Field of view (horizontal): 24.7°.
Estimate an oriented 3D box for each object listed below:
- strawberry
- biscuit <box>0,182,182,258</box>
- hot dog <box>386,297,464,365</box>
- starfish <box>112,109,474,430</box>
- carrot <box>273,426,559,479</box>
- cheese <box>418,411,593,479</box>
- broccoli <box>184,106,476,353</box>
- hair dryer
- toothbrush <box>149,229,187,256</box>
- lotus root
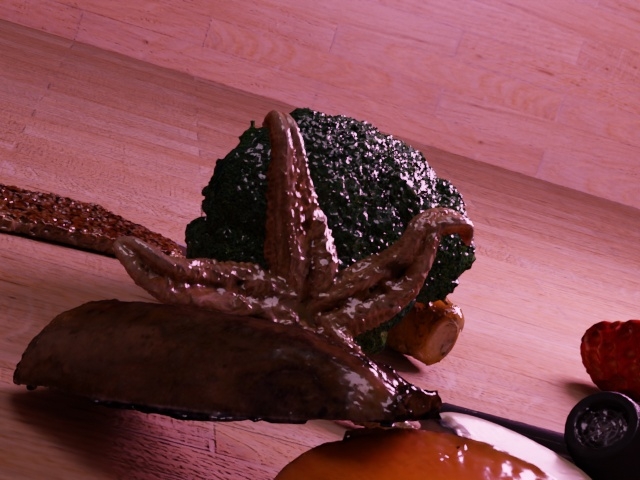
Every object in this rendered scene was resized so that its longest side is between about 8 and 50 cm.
[{"bbox_3d":[0.390,0.156,1.567,0.236,0.111,0.190,0,-25,26],"label":"strawberry"},{"bbox_3d":[-0.268,-0.022,1.576,0.237,0.026,0.131,13,15,-19],"label":"biscuit"},{"bbox_3d":[0.054,0.051,1.585,0.068,0.083,0.289,35,-1,-36],"label":"hot dog"},{"bbox_3d":[-0.010,0.060,1.278,0.375,0.094,0.327,-34,80,-29],"label":"starfish"},{"bbox_3d":[0.068,0.212,0.885,0.258,0.100,0.307,15,13,7],"label":"carrot"},{"bbox_3d":[0.180,0.209,1.108,0.249,0.071,0.163,19,13,6],"label":"cheese"},{"bbox_3d":[0.000,0.000,1.458,0.294,0.265,0.245,-21,-13,-7],"label":"broccoli"},{"bbox_3d":[0.171,0.166,1.238,0.255,0.070,0.128,11,-31,35],"label":"hair dryer"},{"bbox_3d":[-0.110,0.026,1.614,0.194,0.014,0.017,20,13,10],"label":"toothbrush"},{"bbox_3d":[-0.070,0.085,1.049,0.329,0.078,0.167,2,0,29],"label":"lotus root"}]
